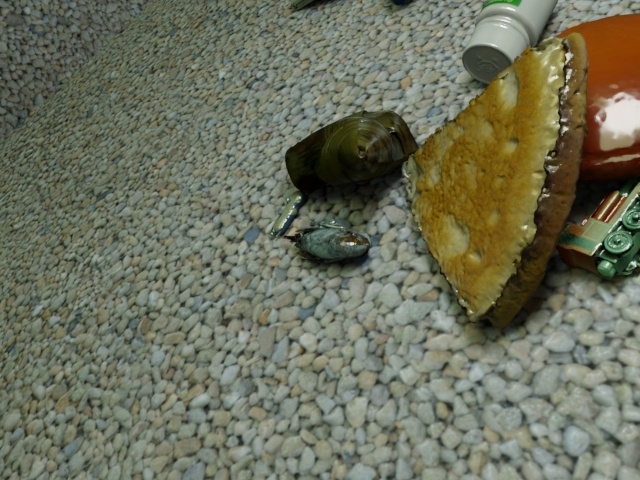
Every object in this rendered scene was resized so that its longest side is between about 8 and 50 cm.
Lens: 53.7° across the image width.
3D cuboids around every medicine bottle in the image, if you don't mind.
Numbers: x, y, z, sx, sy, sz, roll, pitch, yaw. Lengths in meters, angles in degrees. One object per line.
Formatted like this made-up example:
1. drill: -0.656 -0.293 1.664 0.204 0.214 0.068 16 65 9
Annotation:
1. medicine bottle: 0.393 -0.447 1.315 0.139 0.139 0.237 14 65 41

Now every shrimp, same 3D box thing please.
1. shrimp: 0.000 0.000 1.257 0.233 0.079 0.090 8 98 44

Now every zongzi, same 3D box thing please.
1. zongzi: 0.023 -0.160 1.249 0.286 0.138 0.300 -15 12 25

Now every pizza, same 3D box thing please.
1. pizza: 0.282 -0.060 1.015 0.435 0.080 0.392 136 137 -55

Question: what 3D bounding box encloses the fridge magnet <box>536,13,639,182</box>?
1. fridge magnet: 0.484 -0.240 1.063 0.364 0.155 0.363 -18 47 20

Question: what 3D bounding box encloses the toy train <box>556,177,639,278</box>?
1. toy train: 0.456 -0.026 0.968 0.176 0.074 0.118 -51 41 -9

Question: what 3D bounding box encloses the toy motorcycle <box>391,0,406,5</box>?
1. toy motorcycle: 0.202 -0.710 1.688 0.169 0.113 0.315 -52 34 0

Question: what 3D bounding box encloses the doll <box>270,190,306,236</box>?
1. doll: -0.071 -0.060 1.384 0.037 0.027 0.125 18 66 34

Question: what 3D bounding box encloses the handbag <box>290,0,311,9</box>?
1. handbag: 0.019 -0.805 1.913 0.241 0.109 0.315 -57 22 -20
